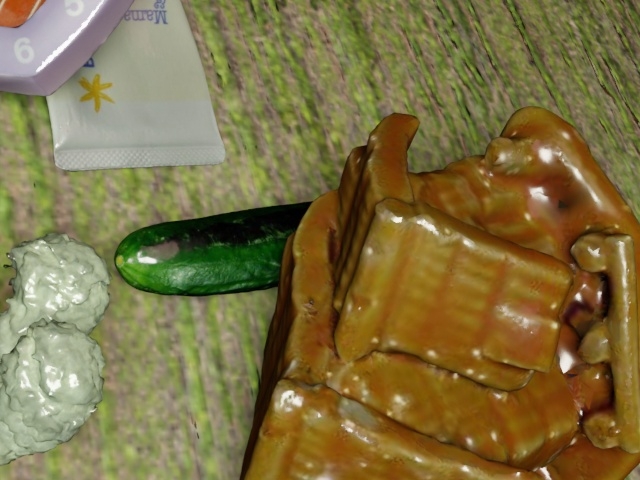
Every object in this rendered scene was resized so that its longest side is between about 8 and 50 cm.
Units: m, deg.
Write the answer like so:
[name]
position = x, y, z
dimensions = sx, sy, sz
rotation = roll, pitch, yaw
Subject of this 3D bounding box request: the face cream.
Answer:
[face cream]
position = -0.132, -0.150, 0.687
dimensions = 0.114, 0.070, 0.224
rotation = -6, 72, -34

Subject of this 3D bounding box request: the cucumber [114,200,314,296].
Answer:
[cucumber]
position = 0.000, 0.000, 0.667
dimensions = 0.284, 0.056, 0.056
rotation = -4, 63, -38

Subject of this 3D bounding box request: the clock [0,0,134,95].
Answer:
[clock]
position = -0.177, -0.161, 0.621
dimensions = 0.198, 0.064, 0.172
rotation = -19, 80, 2

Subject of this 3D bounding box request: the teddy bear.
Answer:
[teddy bear]
position = -0.198, 0.059, 0.486
dimensions = 0.213, 0.111, 0.133
rotation = 3, 26, -4

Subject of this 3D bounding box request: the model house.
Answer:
[model house]
position = 0.060, 0.069, 0.572
dimensions = 0.229, 0.199, 0.220
rotation = -20, 59, -43
